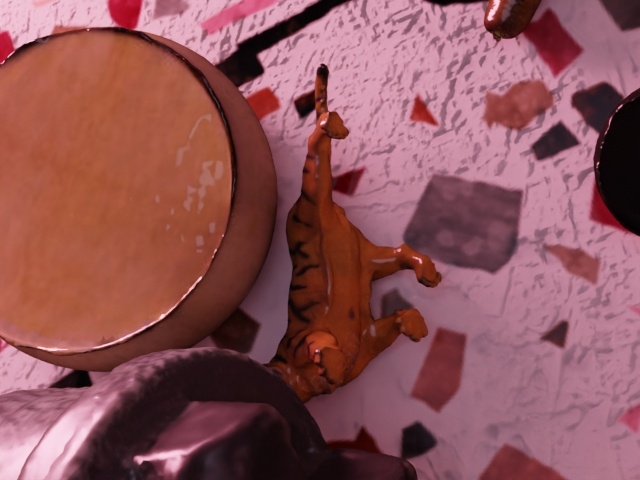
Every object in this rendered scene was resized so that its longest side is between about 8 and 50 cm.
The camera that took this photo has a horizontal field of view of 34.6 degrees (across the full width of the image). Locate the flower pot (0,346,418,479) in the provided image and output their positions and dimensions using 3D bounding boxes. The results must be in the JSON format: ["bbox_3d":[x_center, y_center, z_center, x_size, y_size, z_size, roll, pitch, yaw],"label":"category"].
[{"bbox_3d":[-0.105,0.215,0.587,0.282,0.299,0.299,-9,78,31],"label":"flower pot"}]

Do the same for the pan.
[{"bbox_3d":[0.285,-0.039,0.680,0.212,0.040,0.115,19,110,1],"label":"pan"}]

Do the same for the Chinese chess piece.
[{"bbox_3d":[-0.159,-0.031,0.767,0.257,0.104,0.257,-3,79,14],"label":"Chinese chess piece"}]

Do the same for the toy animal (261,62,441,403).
[{"bbox_3d":[0.006,0.003,0.733,0.116,0.114,0.255,-12,70,47],"label":"toy animal"}]

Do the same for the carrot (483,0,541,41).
[{"bbox_3d":[0.168,-0.218,0.752,0.035,0.035,0.165,30,86,18],"label":"carrot"}]
